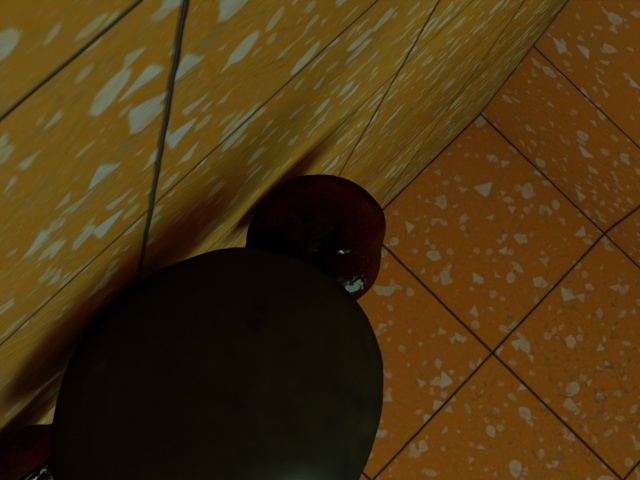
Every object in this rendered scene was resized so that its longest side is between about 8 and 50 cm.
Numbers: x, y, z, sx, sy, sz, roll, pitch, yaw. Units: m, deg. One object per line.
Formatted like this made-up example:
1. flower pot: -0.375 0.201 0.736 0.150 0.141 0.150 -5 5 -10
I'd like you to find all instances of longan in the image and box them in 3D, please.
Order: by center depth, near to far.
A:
1. longan: -0.110 0.196 1.527 0.404 0.336 0.405 -41 144 -39

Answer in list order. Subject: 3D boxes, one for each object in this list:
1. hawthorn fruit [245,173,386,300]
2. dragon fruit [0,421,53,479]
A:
1. hawthorn fruit: 0.000 0.000 1.888 0.189 0.189 0.251 -47 -178 19
2. dragon fruit: -0.344 0.300 1.677 0.261 0.163 0.189 -32 -161 -25
